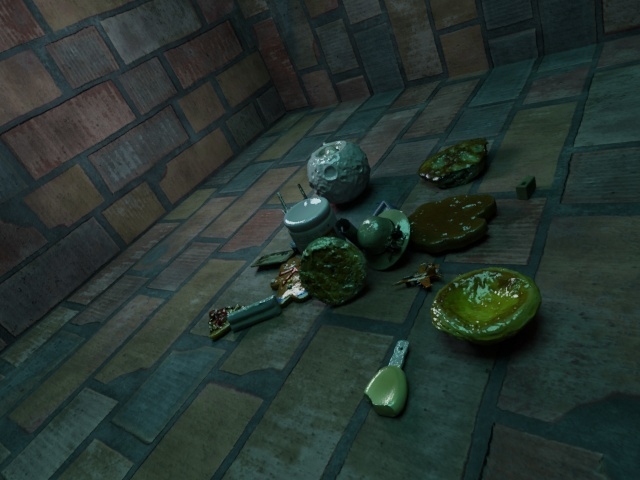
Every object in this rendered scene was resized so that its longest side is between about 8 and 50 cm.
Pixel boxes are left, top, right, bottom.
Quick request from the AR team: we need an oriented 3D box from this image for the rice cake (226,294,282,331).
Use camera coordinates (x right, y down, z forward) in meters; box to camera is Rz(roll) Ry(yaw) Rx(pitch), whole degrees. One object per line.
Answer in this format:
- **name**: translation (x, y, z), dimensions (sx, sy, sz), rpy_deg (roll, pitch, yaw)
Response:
- **rice cake**: translation (-0.272, 0.299, 1.785), dimensions (0.226, 0.085, 0.040), rpy_deg (-23, 22, 6)

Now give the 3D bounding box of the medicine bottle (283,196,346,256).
- **medicine bottle**: translation (0.000, 0.000, 1.812), dimensions (0.202, 0.316, 0.202), rpy_deg (-20, 30, 12)

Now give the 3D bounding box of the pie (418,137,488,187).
- **pie**: translation (0.648, -0.374, 2.114), dimensions (0.354, 0.103, 0.288), rpy_deg (-22, 30, 16)

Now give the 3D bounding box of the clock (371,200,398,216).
- **clock**: translation (0.284, -0.067, 1.878), dimensions (0.145, 0.073, 0.193), rpy_deg (-55, 25, 19)

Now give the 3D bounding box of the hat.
- **hat**: translation (0.218, -0.021, 1.736), dimensions (0.257, 0.130, 0.258), rpy_deg (-27, 54, 44)

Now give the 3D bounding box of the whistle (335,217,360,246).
- **whistle**: translation (0.133, -0.025, 1.811), dimensions (0.062, 0.312, 0.062), rpy_deg (-4, 77, 18)

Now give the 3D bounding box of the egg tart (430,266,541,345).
- **egg tart**: translation (0.487, 0.208, 1.296), dimensions (0.318, 0.128, 0.319), rpy_deg (-19, 28, 11)

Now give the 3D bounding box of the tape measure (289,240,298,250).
- **tape measure**: translation (-0.097, 0.018, 2.114), dimensions (0.091, 0.054, 0.094), rpy_deg (-1, 19, 27)

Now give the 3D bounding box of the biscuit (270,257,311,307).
- **biscuit**: translation (-0.132, 0.170, 1.920), dimensions (0.205, 0.049, 0.324), rpy_deg (-20, 28, 12)

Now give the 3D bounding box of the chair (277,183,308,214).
- **chair**: translation (-0.088, -0.112, 2.216), dimensions (0.160, 0.186, 0.319), rpy_deg (-26, 59, -8)

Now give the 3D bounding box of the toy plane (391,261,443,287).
- **toy plane**: translation (0.351, 0.139, 1.588), dimensions (0.188, 0.062, 0.135), rpy_deg (-31, 27, 20)

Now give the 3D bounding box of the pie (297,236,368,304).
- **pie**: translation (0.046, 0.113, 1.673), dimensions (0.274, 0.275, 0.055), rpy_deg (-19, 1, 12)

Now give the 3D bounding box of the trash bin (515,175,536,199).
- **trash bin**: translation (0.829, -0.213, 1.763), dimensions (0.042, 0.061, 0.092), rpy_deg (11, 43, 47)

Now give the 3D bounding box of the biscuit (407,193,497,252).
- **biscuit**: translation (0.524, -0.078, 1.772), dimensions (0.380, 0.074, 0.359), rpy_deg (-19, 30, 10)

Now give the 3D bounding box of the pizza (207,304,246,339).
- **pizza**: translation (-0.436, 0.335, 1.882), dimensions (0.193, 0.053, 0.201), rpy_deg (3, 41, 41)

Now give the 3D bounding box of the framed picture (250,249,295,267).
- **framed picture**: translation (-0.225, 0.086, 2.123), dimensions (0.200, 0.010, 0.136), rpy_deg (-11, 17, 26)

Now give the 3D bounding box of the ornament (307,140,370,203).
- **ornament**: translation (0.100, -0.351, 2.299), dimensions (0.336, 0.337, 0.337), rpy_deg (-19, 30, 12)

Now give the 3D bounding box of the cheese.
- **cheese**: translation (0.210, 0.395, 1.292), dimensions (0.127, 0.050, 0.255), rpy_deg (-7, 33, 33)
